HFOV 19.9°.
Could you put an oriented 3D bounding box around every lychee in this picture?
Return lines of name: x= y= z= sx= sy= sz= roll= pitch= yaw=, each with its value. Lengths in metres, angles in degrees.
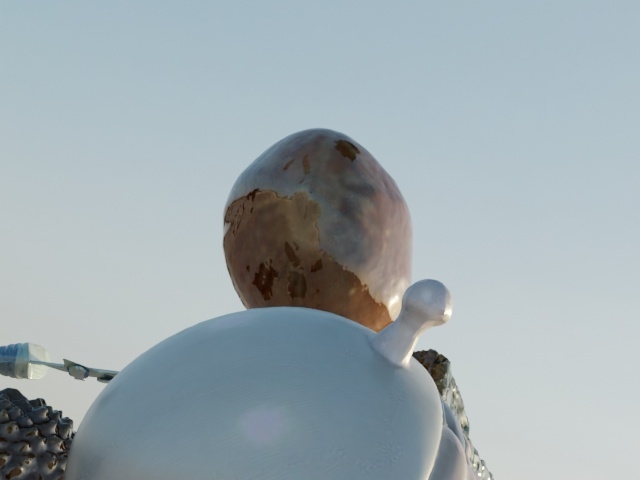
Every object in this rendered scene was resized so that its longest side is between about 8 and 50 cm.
lychee: x=-0.286 y=0.218 z=1.452 sx=0.238 sy=0.200 sz=0.200 roll=-14 pitch=12 yaw=-34

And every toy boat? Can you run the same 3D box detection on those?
toy boat: x=-0.228 y=0.112 z=1.664 sx=0.149 sy=0.034 sz=0.105 roll=4 pitch=-4 yaw=-21

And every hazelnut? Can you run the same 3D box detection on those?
hazelnut: x=0.000 y=0.000 z=1.665 sx=0.176 sy=0.214 sz=0.214 roll=-20 pitch=0 yaw=-8

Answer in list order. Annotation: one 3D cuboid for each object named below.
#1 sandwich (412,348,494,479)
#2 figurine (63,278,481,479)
sandwich: x=0.109 y=0.295 z=1.770 sx=0.099 sy=0.271 sz=0.301 roll=-9 pitch=-45 yaw=16
figurine: x=-0.082 y=0.163 z=0.963 sx=0.361 sy=0.253 sz=0.211 roll=-13 pitch=-50 yaw=-3
